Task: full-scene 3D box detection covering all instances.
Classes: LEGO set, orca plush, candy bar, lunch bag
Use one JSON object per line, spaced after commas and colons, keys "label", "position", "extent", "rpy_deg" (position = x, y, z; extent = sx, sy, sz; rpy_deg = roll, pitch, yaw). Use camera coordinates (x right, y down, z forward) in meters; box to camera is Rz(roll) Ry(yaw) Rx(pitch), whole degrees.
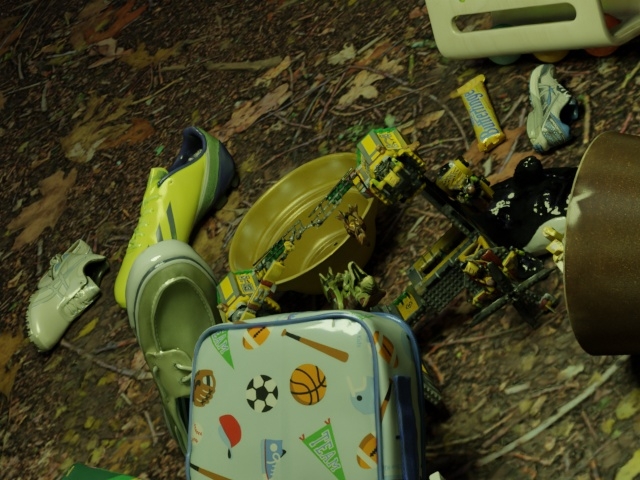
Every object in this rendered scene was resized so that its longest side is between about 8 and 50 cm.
{"label": "LEGO set", "position": [0.062, 0.064, 1.606], "extent": [0.331, 0.255, 0.192], "rpy_deg": [-38, 29, 7]}
{"label": "orca plush", "position": [0.248, -0.040, 1.678], "extent": [0.287, 0.102, 0.151], "rpy_deg": [8, 55, 50]}
{"label": "candy bar", "position": [0.204, -0.160, 1.956], "extent": [0.040, 0.018, 0.161], "rpy_deg": [-31, 32, 14]}
{"label": "lunch bag", "position": [-0.006, 0.218, 1.487], "extent": [0.243, 0.115, 0.303], "rpy_deg": [-7, 83, 29]}

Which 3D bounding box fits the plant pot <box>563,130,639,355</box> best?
{"label": "plant pot", "position": [0.370, 0.011, 1.421], "extent": [0.230, 0.215, 0.215], "rpy_deg": [4, 51, 29]}

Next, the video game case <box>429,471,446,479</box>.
{"label": "video game case", "position": [0.139, 0.272, 1.381], "extent": [0.011, 0.122, 0.087], "rpy_deg": [-31, 33, 14]}

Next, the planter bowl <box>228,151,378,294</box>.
{"label": "planter bowl", "position": [0.000, 0.000, 1.899], "extent": [0.217, 0.090, 0.217], "rpy_deg": [-26, 35, 20]}

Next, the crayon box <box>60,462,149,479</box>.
{"label": "crayon box", "position": [-0.283, 0.390, 1.715], "extent": [0.165, 0.081, 0.278], "rpy_deg": [2, 51, 48]}

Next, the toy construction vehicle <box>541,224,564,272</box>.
{"label": "toy construction vehicle", "position": [0.269, 0.027, 1.582], "extent": [0.098, 0.086, 0.035], "rpy_deg": [33, 91, 33]}

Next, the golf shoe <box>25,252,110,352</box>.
{"label": "golf shoe", "position": [-0.358, 0.081, 2.202], "extent": [0.086, 0.069, 0.176], "rpy_deg": [-11, 43, 30]}

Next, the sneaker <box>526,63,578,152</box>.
{"label": "sneaker", "position": [0.283, -0.161, 1.853], "extent": [0.058, 0.052, 0.135], "rpy_deg": [-11, 48, 23]}

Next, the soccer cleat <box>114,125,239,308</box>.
{"label": "soccer cleat", "position": [-0.219, -0.034, 2.141], "extent": [0.093, 0.121, 0.289], "rpy_deg": [-2, 48, 44]}

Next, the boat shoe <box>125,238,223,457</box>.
{"label": "boat shoe", "position": [-0.139, 0.133, 1.716], "extent": [0.109, 0.302, 0.094], "rpy_deg": [-21, 42, -13]}

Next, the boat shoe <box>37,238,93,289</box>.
{"label": "boat shoe", "position": [-0.388, 0.036, 2.315], "extent": [0.100, 0.035, 0.035], "rpy_deg": [-38, 32, 2]}

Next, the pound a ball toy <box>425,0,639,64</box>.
{"label": "pound a ball toy", "position": [0.321, -0.303, 1.938], "extent": [0.208, 0.135, 0.319], "rpy_deg": [-30, 21, -37]}
